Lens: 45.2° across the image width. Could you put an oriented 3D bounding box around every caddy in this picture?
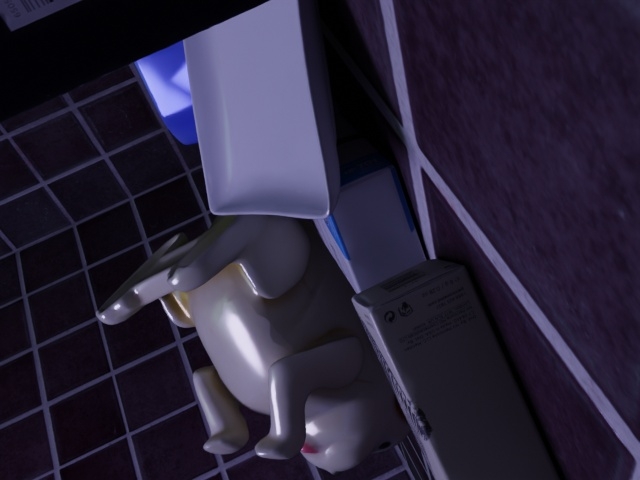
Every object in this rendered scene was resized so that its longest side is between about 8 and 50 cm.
[{"bbox_3d":[-0.199,-0.335,1.348,0.241,0.179,0.342,-76,-33,-60],"label":"caddy"}]

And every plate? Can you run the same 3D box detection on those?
[{"bbox_3d":[-0.062,-0.163,0.759,0.277,0.045,0.278,5,105,61],"label":"plate"}]

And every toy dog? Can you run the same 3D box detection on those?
[{"bbox_3d":[-0.031,0.130,1.042,0.408,0.284,0.395,52,-139,-14],"label":"toy dog"}]

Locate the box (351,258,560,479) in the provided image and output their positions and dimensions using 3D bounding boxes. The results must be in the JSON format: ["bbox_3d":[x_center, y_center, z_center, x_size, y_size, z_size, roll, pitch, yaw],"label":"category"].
[{"bbox_3d":[0.130,0.159,0.691,0.113,0.094,0.275,-170,55,-85],"label":"box"}]

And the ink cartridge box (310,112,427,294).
[{"bbox_3d":[0.032,-0.039,0.825,0.191,0.082,0.140,-120,6,-60],"label":"ink cartridge box"}]

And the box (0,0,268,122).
[{"bbox_3d":[-0.187,-0.265,0.485,0.179,0.343,0.313,70,174,-56],"label":"box"}]

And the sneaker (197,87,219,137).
[{"bbox_3d":[-0.083,-0.207,0.921,0.123,0.109,0.296,-22,-67,-75],"label":"sneaker"}]
